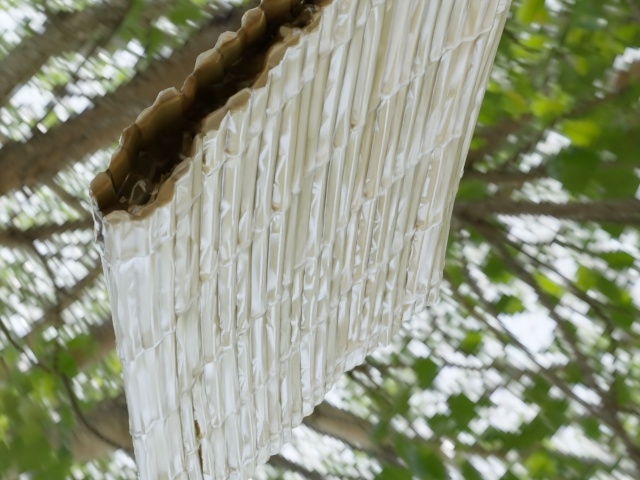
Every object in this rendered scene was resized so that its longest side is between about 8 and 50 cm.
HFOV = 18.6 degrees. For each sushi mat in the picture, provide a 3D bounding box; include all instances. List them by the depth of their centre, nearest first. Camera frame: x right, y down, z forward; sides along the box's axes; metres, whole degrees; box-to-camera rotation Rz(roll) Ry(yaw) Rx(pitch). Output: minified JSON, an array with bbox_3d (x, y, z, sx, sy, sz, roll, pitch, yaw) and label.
[{"bbox_3d":[0.000,0.000,0.541,0.019,0.316,0.151,42,-107,13],"label":"sushi mat"}]
